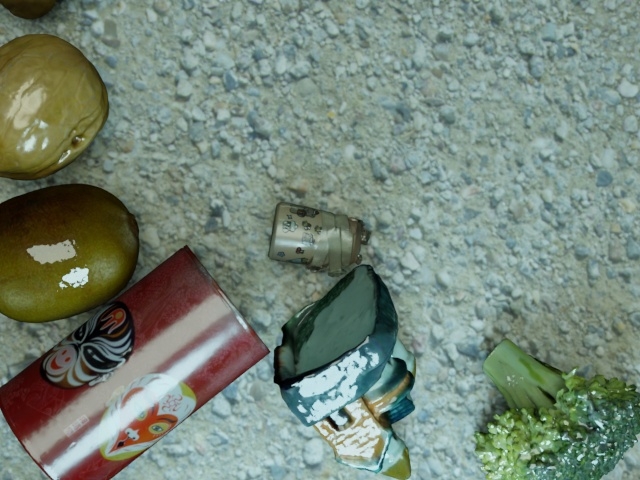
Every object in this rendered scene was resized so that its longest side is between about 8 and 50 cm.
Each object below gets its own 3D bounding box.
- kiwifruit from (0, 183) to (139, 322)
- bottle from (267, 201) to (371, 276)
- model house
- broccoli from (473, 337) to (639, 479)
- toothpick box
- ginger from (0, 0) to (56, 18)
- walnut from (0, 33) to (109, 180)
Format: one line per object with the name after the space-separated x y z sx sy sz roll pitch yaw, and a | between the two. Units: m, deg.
-0.374 0.015 1.380 0.234 0.196 0.196 -22 87 -8 | kiwifruit
0.000 -0.001 1.459 0.152 0.099 0.099 11 84 -5 | bottle
0.075 0.221 1.390 0.184 0.253 0.291 -29 108 6 | model house
0.340 0.258 1.438 0.247 0.263 0.243 -19 58 -38 | broccoli
-0.261 0.184 1.369 0.333 0.204 0.204 -37 89 -6 | toothpick box
-0.438 -0.460 1.376 0.223 0.269 0.200 -21 71 9 | ginger
-0.415 -0.187 1.390 0.195 0.195 0.221 34 79 -1 | walnut
